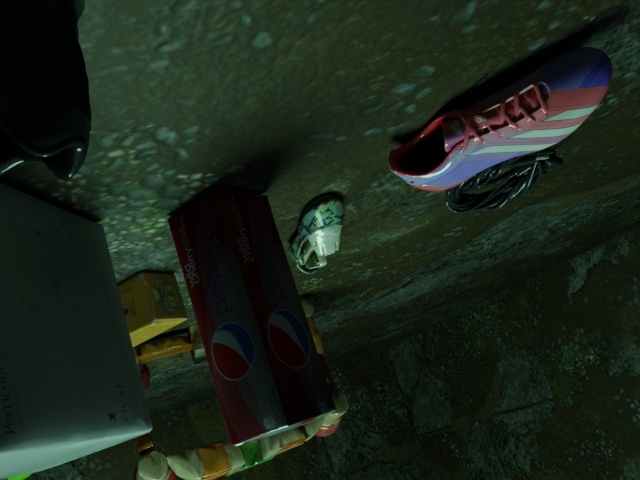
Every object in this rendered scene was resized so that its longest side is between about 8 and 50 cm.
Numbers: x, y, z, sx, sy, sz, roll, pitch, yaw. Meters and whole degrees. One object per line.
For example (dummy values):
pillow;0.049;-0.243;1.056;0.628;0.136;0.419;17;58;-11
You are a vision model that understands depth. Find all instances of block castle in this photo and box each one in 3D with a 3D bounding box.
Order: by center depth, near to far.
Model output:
block castle;-0.189;0.324;1.324;0.454;0.302;0.212;-14;157;-19

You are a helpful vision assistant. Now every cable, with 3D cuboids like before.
cable;0.265;-0.087;0.945;0.185;0.047;0.151;-30;161;34

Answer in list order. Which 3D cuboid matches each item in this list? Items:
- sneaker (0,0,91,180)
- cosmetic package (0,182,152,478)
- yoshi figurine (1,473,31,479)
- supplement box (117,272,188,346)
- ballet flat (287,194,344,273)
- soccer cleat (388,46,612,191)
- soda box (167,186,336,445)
sneaker;-0.250;-0.050;0.307;0.287;0.130;0.109;-19;166;1
cosmetic package;-0.277;0.082;0.539;0.138;0.223;0.225;-22;165;9
yoshi figurine;-0.626;0.402;1.266;0.204;0.202;0.362;-16;168;-36
supplement box;-0.307;0.125;0.918;0.234;0.078;0.080;-27;163;26
ballet flat;0.000;0.000;0.890;0.070;0.070;0.188;-15;163;-16
soccer cleat;0.186;-0.125;0.677;0.095;0.083;0.248;5;154;-46
soda box;-0.078;0.078;0.689;0.084;0.263;0.092;-29;161;31
